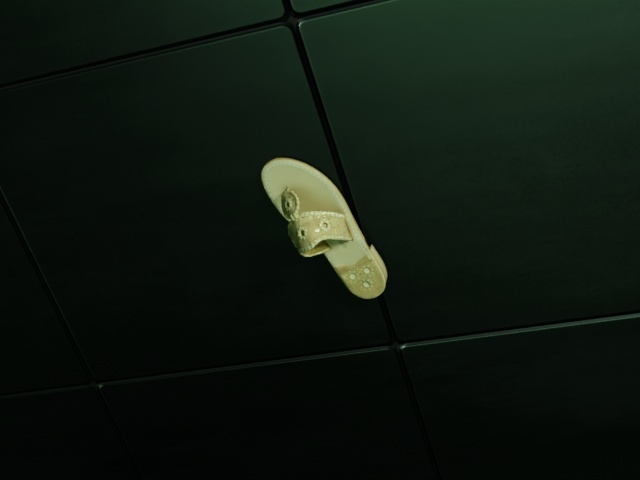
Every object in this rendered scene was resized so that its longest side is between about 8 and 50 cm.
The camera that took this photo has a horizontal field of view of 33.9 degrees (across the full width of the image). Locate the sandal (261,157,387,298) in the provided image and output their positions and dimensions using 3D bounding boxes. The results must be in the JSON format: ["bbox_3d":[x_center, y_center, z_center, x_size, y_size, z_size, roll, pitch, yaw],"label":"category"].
[{"bbox_3d":[0.005,-0.003,1.396,0.088,0.079,0.240,-30,111,27],"label":"sandal"}]
